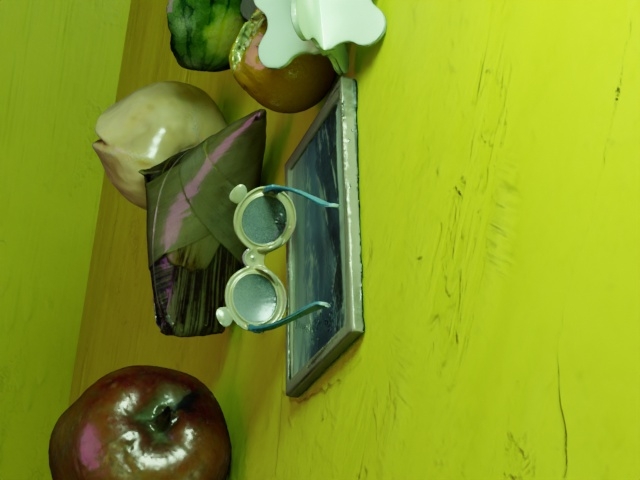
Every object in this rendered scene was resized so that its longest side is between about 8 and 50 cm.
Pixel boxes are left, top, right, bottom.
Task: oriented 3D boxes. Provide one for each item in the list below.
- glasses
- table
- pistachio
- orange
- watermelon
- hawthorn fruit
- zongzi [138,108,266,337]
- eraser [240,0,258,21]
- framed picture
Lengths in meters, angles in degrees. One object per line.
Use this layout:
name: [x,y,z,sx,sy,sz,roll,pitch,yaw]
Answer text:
glasses: [-0.028,0.025,1.650,0.221,0.088,0.189,1,83,53]
table: [-0.006,-0.309,1.602,0.166,0.167,0.198,138,130,-64]
pistachio: [-0.272,-0.162,2.258,0.309,0.230,0.229,-123,43,-70]
orange: [-0.047,-0.239,1.728,0.155,0.134,0.154,180,90,-70]
watermelon: [-0.137,-0.362,2.032,0.204,0.127,0.232,33,-108,-63]
hawthorn fruit: [-0.253,0.313,1.973,0.301,0.268,0.267,131,143,-57]
zongzi: [-0.151,-0.018,1.972,0.317,0.154,0.289,-30,63,60]
eraser: [-0.037,-0.475,1.881,0.111,0.077,0.352,-123,44,-65]
framed picture: [0.000,0.000,1.665,0.247,0.022,0.335,129,144,-60]
